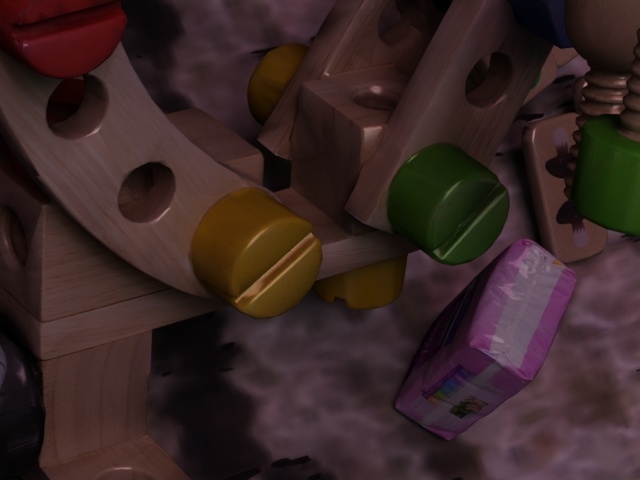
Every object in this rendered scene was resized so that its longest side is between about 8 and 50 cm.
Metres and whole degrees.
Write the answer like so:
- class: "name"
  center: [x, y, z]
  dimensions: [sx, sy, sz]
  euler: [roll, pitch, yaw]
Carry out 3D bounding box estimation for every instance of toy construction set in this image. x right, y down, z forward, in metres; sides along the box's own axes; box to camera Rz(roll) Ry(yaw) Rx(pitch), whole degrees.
- class: "toy construction set"
  center: [0.000, 0.000, 0.639]
  dimensions: [0.308, 0.237, 0.257]
  euler: [18, 24, 24]

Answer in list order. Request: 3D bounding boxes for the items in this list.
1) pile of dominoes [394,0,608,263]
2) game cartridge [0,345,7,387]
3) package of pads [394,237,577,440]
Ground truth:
- class: "pile of dominoes"
  center: [0.143, -0.132, 0.800]
  dimensions: [0.251, 0.040, 0.196]
  euler: [-38, 107, -24]
- class: "game cartridge"
  center: [-0.260, 0.056, 0.564]
  dimensions: [0.297, 0.198, 0.062]
  euler: [24, 26, -7]
- class: "package of pads"
  center: [0.060, 0.037, 0.729]
  dimensions: [0.032, 0.083, 0.050]
  euler: [32, 63, -4]
